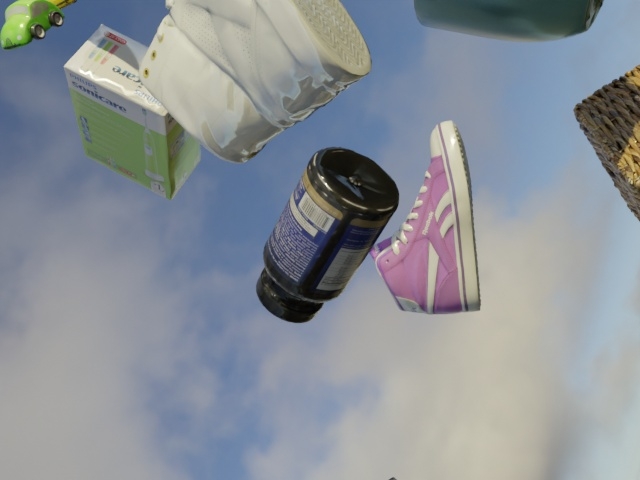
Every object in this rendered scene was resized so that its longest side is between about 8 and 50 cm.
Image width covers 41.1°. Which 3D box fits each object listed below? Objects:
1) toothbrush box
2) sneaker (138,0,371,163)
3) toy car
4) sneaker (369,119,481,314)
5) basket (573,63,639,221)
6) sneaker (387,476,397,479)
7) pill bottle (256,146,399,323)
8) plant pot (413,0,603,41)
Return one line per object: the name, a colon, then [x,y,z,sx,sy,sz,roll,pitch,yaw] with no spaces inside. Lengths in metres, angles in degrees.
toothbrush box: [-0.341,-0.231,1.600,0.122,0.206,0.283,-59,-9,-26]
sneaker: [-0.104,-0.202,0.661,0.108,0.169,0.293,-21,-101,-55]
toy car: [-0.371,-0.336,1.196,0.225,0.238,0.053,-59,-45,-46]
sneaker: [0.144,-0.029,1.247,0.102,0.160,0.282,-20,-74,-75]
basket: [0.592,-0.139,1.412,0.223,0.213,0.299,50,-163,-29]
sneaker: [0.076,0.353,0.848,0.109,0.130,0.286,-46,11,19]
pill bottle: [0.000,0.000,1.088,0.123,0.122,0.219,-37,-18,-53]
plant pot: [0.299,-0.419,1.219,0.293,0.235,0.293,-53,-24,-37]
